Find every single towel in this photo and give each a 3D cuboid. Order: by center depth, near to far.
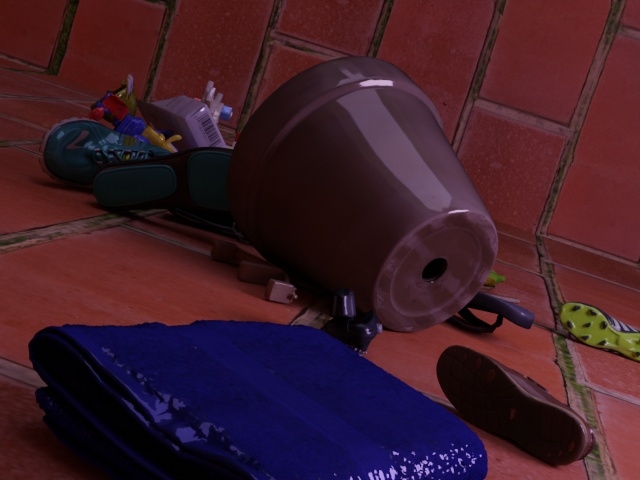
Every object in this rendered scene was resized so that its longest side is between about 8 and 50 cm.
[{"bbox_3d":[-0.034,0.135,0.779,0.227,0.076,0.308,31,14,31],"label":"towel"}]

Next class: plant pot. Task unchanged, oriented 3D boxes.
[{"bbox_3d":[0.078,-0.039,1.429,0.323,0.323,0.280,10,27,-40],"label":"plant pot"}]

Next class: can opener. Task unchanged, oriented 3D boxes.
[{"bbox_3d":[0.043,0.093,1.224,0.059,0.073,0.186,11,-2,10],"label":"can opener"}]

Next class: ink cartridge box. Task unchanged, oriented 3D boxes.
[{"bbox_3d":[-0.248,-0.188,2.048,0.232,0.066,0.189,34,-26,54],"label":"ink cartridge box"}]

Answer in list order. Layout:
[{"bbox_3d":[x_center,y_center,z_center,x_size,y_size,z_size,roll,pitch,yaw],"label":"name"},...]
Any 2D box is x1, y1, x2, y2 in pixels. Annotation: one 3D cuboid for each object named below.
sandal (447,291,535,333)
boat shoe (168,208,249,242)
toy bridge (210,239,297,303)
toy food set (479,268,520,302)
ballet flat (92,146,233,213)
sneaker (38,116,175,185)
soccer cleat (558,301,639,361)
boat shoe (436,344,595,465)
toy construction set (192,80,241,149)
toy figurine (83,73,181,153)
[{"bbox_3d":[0.204,0.098,1.565,0.097,0.054,0.254,20,-4,-41],"label":"sandal"},{"bbox_3d":[-0.114,-0.048,1.663,0.254,0.095,0.079,15,8,-2],"label":"boat shoe"},{"bbox_3d":[-0.076,0.043,1.399,0.063,0.026,0.188,13,10,-33],"label":"toy bridge"},{"bbox_3d":[0.257,0.056,1.936,0.132,0.038,0.192,10,12,-41],"label":"toy food set"},{"bbox_3d":[-0.190,-0.091,1.574,0.280,0.095,0.096,2,10,9],"label":"ballet flat"},{"bbox_3d":[-0.305,-0.126,1.681,0.110,0.107,0.275,10,2,44],"label":"sneaker"},{"bbox_3d":[0.457,0.149,1.722,0.179,0.060,0.072,24,-1,2],"label":"soccer cleat"},{"bbox_3d":[0.192,0.163,1.074,0.178,0.064,0.060,31,10,35],"label":"boat shoe"},{"bbox_3d":[-0.128,-0.197,2.171,0.327,0.215,0.151,19,8,13],"label":"toy construction set"},{"bbox_3d":[-0.332,-0.151,1.919,0.217,0.191,0.362,46,-2,-14],"label":"toy figurine"}]
